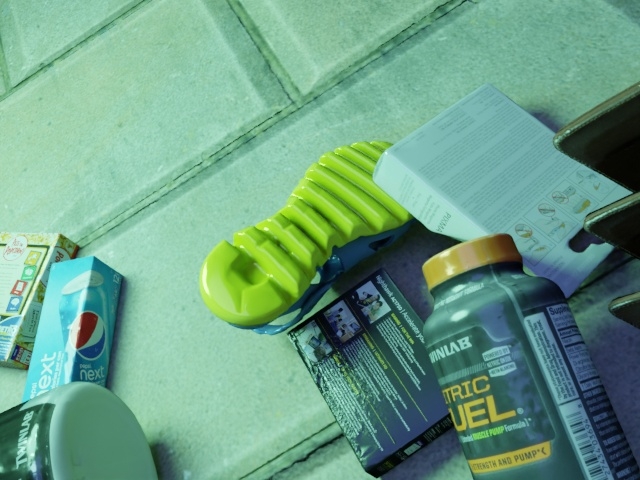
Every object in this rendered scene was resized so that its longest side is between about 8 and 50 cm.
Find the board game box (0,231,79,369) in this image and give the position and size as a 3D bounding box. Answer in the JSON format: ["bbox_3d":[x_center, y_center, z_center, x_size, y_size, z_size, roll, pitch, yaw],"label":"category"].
[{"bbox_3d":[-0.451,0.081,0.931,0.147,0.045,0.193,2,64,24],"label":"board game box"}]

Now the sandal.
[{"bbox_3d":[0.000,0.000,0.736,0.317,0.138,0.126,-34,69,-22],"label":"sandal"}]

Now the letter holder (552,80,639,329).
[{"bbox_3d":[0.343,-0.037,0.471,0.302,0.215,0.151,-27,45,56],"label":"letter holder"}]

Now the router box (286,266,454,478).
[{"bbox_3d":[0.062,0.134,0.681,0.133,0.046,0.178,-35,55,1],"label":"router box"}]

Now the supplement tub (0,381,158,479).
[{"bbox_3d":[-0.351,0.293,0.680,0.316,0.193,0.193,-25,56,9],"label":"supplement tub"}]

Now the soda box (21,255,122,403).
[{"bbox_3d":[-0.318,0.129,0.834,0.071,0.067,0.210,-11,60,18],"label":"soda box"}]

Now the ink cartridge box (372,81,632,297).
[{"bbox_3d":[0.203,-0.053,0.692,0.189,0.066,0.232,-36,72,-30],"label":"ink cartridge box"}]

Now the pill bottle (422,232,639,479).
[{"bbox_3d":[0.169,0.119,0.558,0.131,0.130,0.245,-21,72,11],"label":"pill bottle"}]
